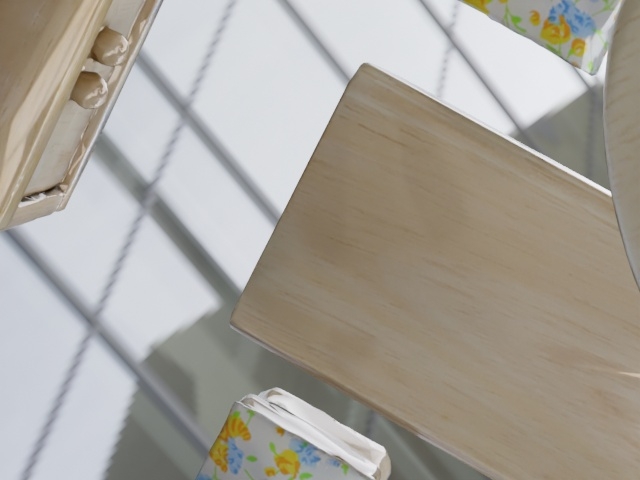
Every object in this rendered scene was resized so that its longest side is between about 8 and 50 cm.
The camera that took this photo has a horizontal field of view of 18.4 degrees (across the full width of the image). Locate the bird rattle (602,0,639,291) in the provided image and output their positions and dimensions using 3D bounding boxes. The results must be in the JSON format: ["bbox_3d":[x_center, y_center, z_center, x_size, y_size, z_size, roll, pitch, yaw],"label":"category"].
[{"bbox_3d":[0.124,0.007,0.359,0.143,0.253,0.207,-38,-141,-21],"label":"bird rattle"}]

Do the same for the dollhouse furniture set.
[{"bbox_3d":[0.000,0.000,0.726,0.362,0.394,0.256,-63,171,15],"label":"dollhouse furniture set"}]
